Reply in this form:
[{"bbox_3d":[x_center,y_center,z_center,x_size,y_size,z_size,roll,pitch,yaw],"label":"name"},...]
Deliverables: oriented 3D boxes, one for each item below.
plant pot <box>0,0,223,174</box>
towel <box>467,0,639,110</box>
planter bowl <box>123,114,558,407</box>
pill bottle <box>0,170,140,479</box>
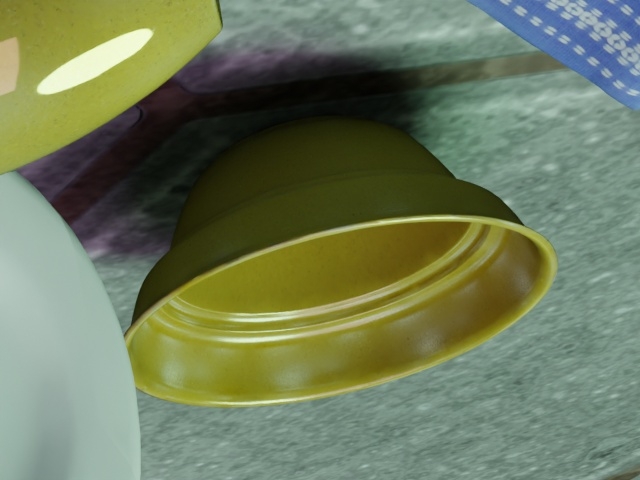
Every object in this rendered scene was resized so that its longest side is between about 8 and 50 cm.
[{"bbox_3d":[-0.084,-0.091,0.623,0.095,0.134,0.134,-11,157,0],"label":"plant pot"},{"bbox_3d":[0.076,-0.139,0.531,0.243,0.040,0.336,25,158,-15],"label":"towel"},{"bbox_3d":[0.000,0.000,0.941,0.217,0.090,0.217,-11,156,-5],"label":"planter bowl"},{"bbox_3d":[-0.290,0.104,0.812,0.392,0.224,0.224,-17,159,33],"label":"pill bottle"}]
